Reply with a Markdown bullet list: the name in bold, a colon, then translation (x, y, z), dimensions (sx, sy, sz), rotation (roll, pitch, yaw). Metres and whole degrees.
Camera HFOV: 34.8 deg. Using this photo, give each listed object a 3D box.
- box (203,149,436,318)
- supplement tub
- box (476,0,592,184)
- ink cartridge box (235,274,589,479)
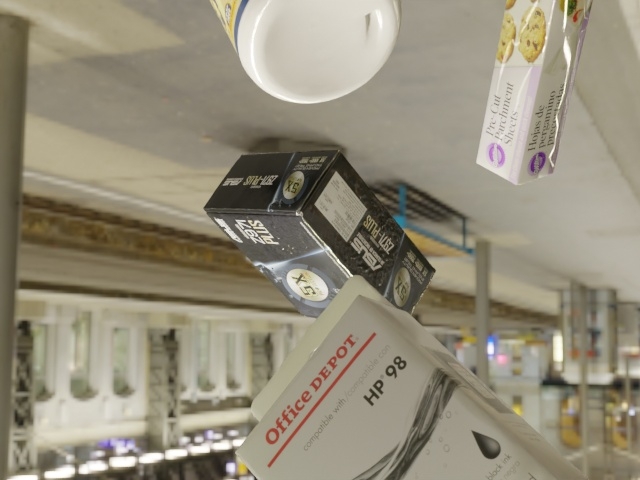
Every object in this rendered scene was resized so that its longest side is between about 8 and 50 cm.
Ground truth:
- **box**: translation (0.000, 0.000, 0.998), dimensions (0.147, 0.078, 0.180), rotation (4, 144, 48)
- **supplement tub**: translation (-0.045, -0.366, 1.413), dimensions (0.228, 0.316, 0.228), rotation (-15, 139, -14)
- **box**: translation (0.229, -0.216, 1.045), dimensions (0.063, 0.324, 0.067), rotation (-18, -141, -34)
- **ink cartridge box**: translation (0.034, 0.102, 0.492), dimensions (0.180, 0.104, 0.060), rotation (42, -171, 29)
